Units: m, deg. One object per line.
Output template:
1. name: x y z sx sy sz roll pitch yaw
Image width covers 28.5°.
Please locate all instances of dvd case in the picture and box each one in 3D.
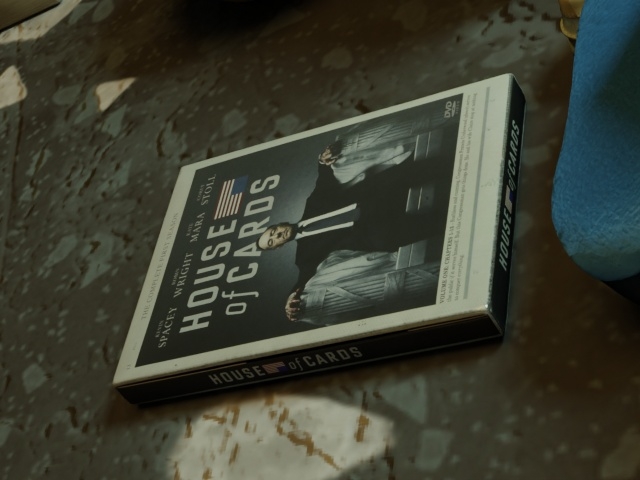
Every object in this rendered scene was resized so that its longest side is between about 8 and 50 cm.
1. dvd case: 0.000 0.000 0.734 0.239 0.029 0.179 -13 44 27

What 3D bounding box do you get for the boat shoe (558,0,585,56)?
1. boat shoe: 0.203 -0.183 0.722 0.068 0.072 0.190 18 63 48

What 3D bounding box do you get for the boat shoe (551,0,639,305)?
1. boat shoe: 0.178 -0.078 0.632 0.109 0.089 0.258 -6 52 51

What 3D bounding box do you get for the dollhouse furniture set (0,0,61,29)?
1. dollhouse furniture set: -0.353 -0.375 1.118 0.303 0.355 0.174 -19 43 21

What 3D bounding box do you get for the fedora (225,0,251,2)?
1. fedora: -0.063 -0.240 0.980 0.194 0.079 0.194 -14 44 14
